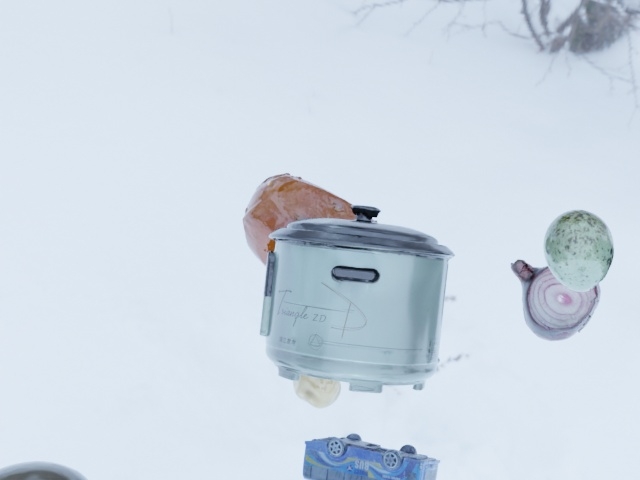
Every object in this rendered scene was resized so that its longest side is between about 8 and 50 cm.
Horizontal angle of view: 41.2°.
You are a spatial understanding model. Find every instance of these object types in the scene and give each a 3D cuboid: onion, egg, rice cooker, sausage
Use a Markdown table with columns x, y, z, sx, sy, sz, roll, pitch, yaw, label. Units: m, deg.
| x | y | z | sx | sy | sz | roll | pitch | yaw | label |
| --- | --- | --- | --- | --- | --- | --- | --- | --- | --- |
| 0.527 | 0.125 | 1.968 | 0.218 | 0.140 | 0.195 | 36 | 83 | 21 | onion |
| 0.324 | 0.014 | 1.065 | 0.085 | 0.110 | 0.085 | -16 | 21 | 6 | egg |
| 0.046 | 0.067 | 1.102 | 0.241 | 0.227 | 0.280 | 6 | 0 | 7 | rice cooker |
| 0.001 | -0.001 | 1.391 | 0.268 | 0.141 | 0.153 | 29 | 51 | -16 | sausage |

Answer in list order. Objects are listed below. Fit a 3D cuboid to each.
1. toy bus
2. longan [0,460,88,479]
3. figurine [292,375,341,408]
| x | y | z | sx | sy | sz | roll | pitch | yaw | label |
| --- | --- | --- | --- | --- | --- | --- | --- | --- | --- |
| 0.085 | 0.392 | 1.467 | 0.236 | 0.094 | 0.079 | 4 | -2 | 30 | toy bus |
| -0.429 | 0.444 | 1.279 | 0.248 | 0.248 | 0.248 | 5 | 44 | -5 | longan |
| 0.020 | 0.282 | 1.864 | 0.108 | 0.114 | 0.196 | 39 | 48 | 6 | figurine |
